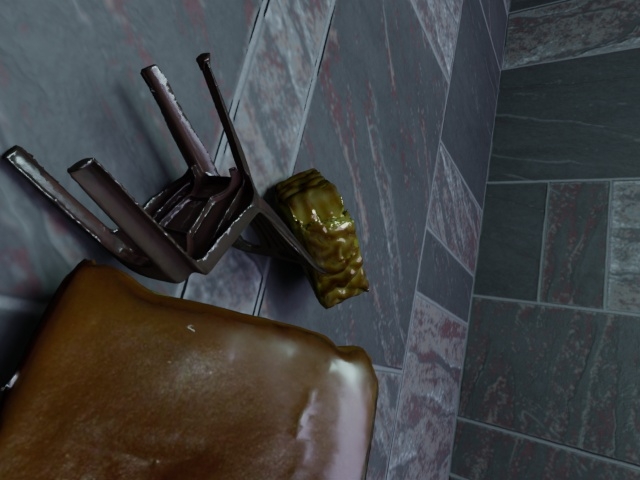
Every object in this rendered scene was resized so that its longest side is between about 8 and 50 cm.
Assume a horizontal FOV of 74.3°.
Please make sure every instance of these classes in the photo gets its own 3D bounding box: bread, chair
[{"bbox_3d":[0.000,0.000,0.707,0.095,0.181,0.222,-22,121,-6],"label":"bread"},{"bbox_3d":[-0.138,-0.018,0.496,0.183,0.175,0.327,-54,136,-28],"label":"chair"},{"bbox_3d":[-0.135,0.218,0.400,0.143,0.332,0.324,128,-21,-69],"label":"bread"}]
